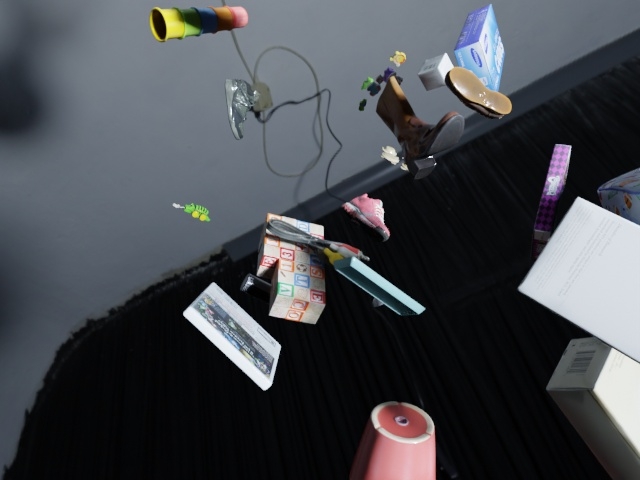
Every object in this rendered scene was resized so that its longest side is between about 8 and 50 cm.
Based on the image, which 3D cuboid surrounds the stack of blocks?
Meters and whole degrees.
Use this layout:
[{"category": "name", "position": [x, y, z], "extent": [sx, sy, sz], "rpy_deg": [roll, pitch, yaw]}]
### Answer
[{"category": "stack of blocks", "position": [-0.082, 0.071, 1.328], "extent": [0.171, 0.297, 0.087], "rpy_deg": [13, 132, -14]}]

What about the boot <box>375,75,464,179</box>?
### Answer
[{"category": "boot", "position": [0.274, -0.357, 1.384], "extent": [0.096, 0.281, 0.264], "rpy_deg": [-18, 160, -15]}]

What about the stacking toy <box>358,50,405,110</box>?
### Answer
[{"category": "stacking toy", "position": [0.233, -0.605, 1.860], "extent": [0.052, 0.167, 0.221], "rpy_deg": [34, 135, -24]}]

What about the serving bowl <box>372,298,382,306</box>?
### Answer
[{"category": "serving bowl", "position": [0.181, 0.158, 1.367], "extent": [0.083, 0.027, 0.083], "rpy_deg": [-26, 175, -2]}]

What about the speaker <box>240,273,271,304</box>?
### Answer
[{"category": "speaker", "position": [-0.157, 0.148, 1.386], "extent": [0.136, 0.055, 0.055], "rpy_deg": [29, 123, -16]}]

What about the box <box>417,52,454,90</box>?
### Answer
[{"category": "box", "position": [0.464, -0.673, 1.940], "extent": [0.101, 0.102, 0.087], "rpy_deg": [-3, 137, 46]}]

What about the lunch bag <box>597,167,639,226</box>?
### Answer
[{"category": "lunch bag", "position": [0.730, -0.102, 0.989], "extent": [0.243, 0.303, 0.115], "rpy_deg": [-20, 95, 16]}]

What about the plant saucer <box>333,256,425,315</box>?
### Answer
[{"category": "plant saucer", "position": [0.109, 0.091, 0.915], "extent": [0.192, 0.018, 0.067], "rpy_deg": [37, 153, -22]}]

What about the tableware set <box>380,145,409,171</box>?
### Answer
[{"category": "tableware set", "position": [0.276, -0.283, 1.682], "extent": [0.141, 0.169, 0.020], "rpy_deg": [24, 120, -1]}]

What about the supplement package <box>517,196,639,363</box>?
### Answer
[{"category": "supplement package", "position": [0.495, 0.087, 0.760], "extent": [0.175, 0.292, 0.177], "rpy_deg": [-61, 152, 9]}]

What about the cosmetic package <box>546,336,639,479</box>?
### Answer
[{"category": "cosmetic package", "position": [0.617, 0.364, 0.988], "extent": [0.309, 0.160, 0.113], "rpy_deg": [51, 148, -6]}]

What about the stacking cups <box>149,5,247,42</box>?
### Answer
[{"category": "stacking cups", "position": [-0.372, -0.688, 1.514], "extent": [0.316, 0.096, 0.096], "rpy_deg": [-31, 151, -41]}]

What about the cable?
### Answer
[{"category": "cable", "position": [0.000, 0.000, 1.294], "extent": [0.287, 0.139, 0.072], "rpy_deg": [34, 123, 8]}]

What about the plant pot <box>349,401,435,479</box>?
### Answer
[{"category": "plant pot", "position": [0.237, 0.657, 1.501], "extent": [0.274, 0.275, 0.243], "rpy_deg": [0, 107, -18]}]

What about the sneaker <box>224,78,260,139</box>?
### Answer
[{"category": "sneaker", "position": [-0.293, -0.505, 1.870], "extent": [0.130, 0.087, 0.228], "rpy_deg": [-3, 105, -2]}]

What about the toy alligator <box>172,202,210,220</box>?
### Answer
[{"category": "toy alligator", "position": [-0.562, -0.140, 2.157], "extent": [0.189, 0.056, 0.051], "rpy_deg": [27, 106, -40]}]

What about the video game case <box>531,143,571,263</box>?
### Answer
[{"category": "video game case", "position": [0.567, -0.082, 1.196], "extent": [0.041, 0.232, 0.210], "rpy_deg": [13, 161, 27]}]

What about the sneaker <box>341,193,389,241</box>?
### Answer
[{"category": "sneaker", "position": [0.199, -0.108, 1.916], "extent": [0.136, 0.314, 0.116], "rpy_deg": [-39, 125, -3]}]

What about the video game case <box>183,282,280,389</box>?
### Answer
[{"category": "video game case", "position": [-0.153, 0.167, 0.885], "extent": [0.022, 0.173, 0.190], "rpy_deg": [-44, 96, 7]}]

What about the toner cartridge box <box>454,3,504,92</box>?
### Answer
[{"category": "toner cartridge box", "position": [0.474, -0.553, 1.424], "extent": [0.075, 0.348, 0.165], "rpy_deg": [-12, 123, 33]}]

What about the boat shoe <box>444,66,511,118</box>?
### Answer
[{"category": "boat shoe", "position": [0.403, -0.380, 1.280], "extent": [0.206, 0.073, 0.073], "rpy_deg": [28, 79, -19]}]
